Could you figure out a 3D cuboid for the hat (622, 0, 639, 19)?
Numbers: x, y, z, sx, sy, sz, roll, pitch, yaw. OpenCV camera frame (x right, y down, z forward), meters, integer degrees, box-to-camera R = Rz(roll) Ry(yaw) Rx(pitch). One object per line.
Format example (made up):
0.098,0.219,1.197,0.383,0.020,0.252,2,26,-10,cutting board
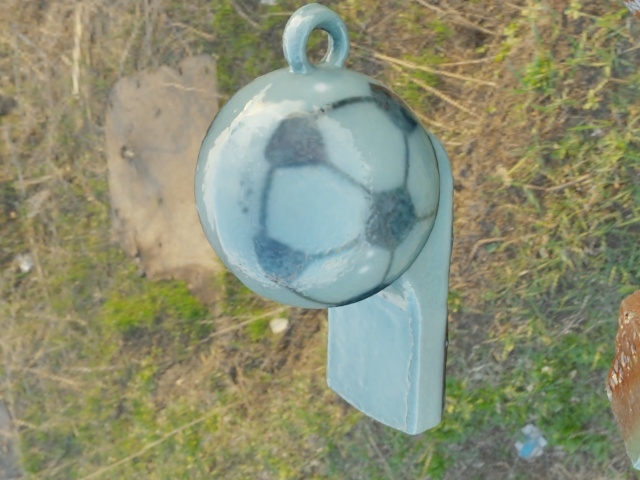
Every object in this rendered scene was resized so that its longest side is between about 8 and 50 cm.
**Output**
0.270,-0.207,0.727,0.162,0.112,0.094,51,149,-8,hat

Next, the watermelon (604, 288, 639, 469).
0.418,0.169,1.111,0.256,0.140,0.192,-98,7,-52,watermelon

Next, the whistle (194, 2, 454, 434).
0.000,0.000,0.567,0.164,0.164,0.289,14,114,38,whistle
